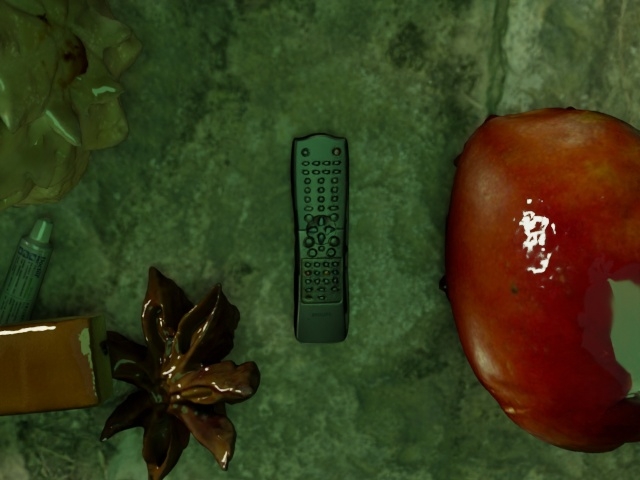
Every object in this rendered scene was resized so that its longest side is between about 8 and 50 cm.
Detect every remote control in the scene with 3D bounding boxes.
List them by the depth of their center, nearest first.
[{"bbox_3d":[0.000,0.000,1.031,0.059,0.028,0.212,0,102,-4],"label":"remote control"}]

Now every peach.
[{"bbox_3d":[0.247,0.030,1.005,0.281,0.281,0.338,-24,70,-2],"label":"peach"}]

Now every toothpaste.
[{"bbox_3d":[-0.297,0.068,1.007,0.048,0.029,0.197,21,102,-6],"label":"toothpaste"}]

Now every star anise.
[{"bbox_3d":[-0.136,0.127,1.001,0.196,0.111,0.212,45,125,4],"label":"star anise"}]

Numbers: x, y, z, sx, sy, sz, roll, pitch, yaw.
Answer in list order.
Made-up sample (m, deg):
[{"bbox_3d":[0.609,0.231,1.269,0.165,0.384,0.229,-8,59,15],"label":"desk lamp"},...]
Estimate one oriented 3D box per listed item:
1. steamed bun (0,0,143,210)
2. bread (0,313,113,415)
[{"bbox_3d":[-0.251,-0.158,0.824,0.137,0.292,0.295,1,110,30],"label":"steamed bun"},{"bbox_3d":[-0.307,0.122,0.978,0.226,0.049,0.088,-6,95,13],"label":"bread"}]
